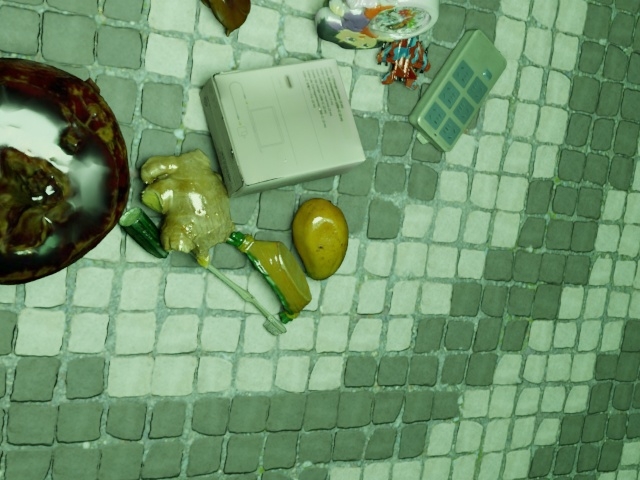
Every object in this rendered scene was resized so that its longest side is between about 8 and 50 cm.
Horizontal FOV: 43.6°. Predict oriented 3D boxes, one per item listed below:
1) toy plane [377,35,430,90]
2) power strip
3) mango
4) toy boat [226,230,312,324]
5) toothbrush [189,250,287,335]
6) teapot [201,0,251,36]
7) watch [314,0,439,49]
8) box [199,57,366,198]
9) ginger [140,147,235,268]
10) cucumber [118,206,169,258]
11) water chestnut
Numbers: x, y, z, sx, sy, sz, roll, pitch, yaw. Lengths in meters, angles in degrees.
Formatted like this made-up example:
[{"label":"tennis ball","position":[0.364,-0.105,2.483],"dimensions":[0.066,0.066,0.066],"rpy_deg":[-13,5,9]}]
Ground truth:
[{"label":"toy plane","position":[0.171,-0.398,1.585],"dimensions":[0.130,0.061,0.189],"rpy_deg":[4,94,-28]},{"label":"power strip","position":[0.289,-0.314,1.674],"dimensions":[0.118,0.046,0.270],"rpy_deg":[38,81,-29]},{"label":"mango","position":[0.005,-0.005,1.561],"dimensions":[0.115,0.089,0.165],"rpy_deg":[-31,116,-18]},{"label":"toy boat","position":[-0.090,0.064,1.539],"dimensions":[0.088,0.089,0.229],"rpy_deg":[-21,116,19]},{"label":"toothbrush","position":[-0.163,0.091,1.526],"dimensions":[0.028,0.026,0.294],"rpy_deg":[-41,118,2]},{"label":"teapot","position":[-0.170,-0.420,1.393],"dimensions":[0.098,0.078,0.129],"rpy_deg":[-69,147,-47]},{"label":"watch","position":[0.096,-0.488,1.459],"dimensions":[0.196,0.244,0.231],"rpy_deg":[2,78,-31]},{"label":"box","position":[-0.067,-0.204,1.435],"dimensions":[0.251,0.106,0.203],"rpy_deg":[-15,83,-24]},{"label":"ginger","position":[-0.225,-0.054,1.412],"dimensions":[0.157,0.102,0.216],"rpy_deg":[-21,100,-39]},{"label":"cucumber","position":[-0.305,-0.009,1.417],"dimensions":[0.048,0.048,0.105],"rpy_deg":[-46,121,-12]},{"label":"water chestnut","position":[-0.442,-0.102,1.176],"dimensions":[0.350,0.302,0.350],"rpy_deg":[-8,108,-25]}]
